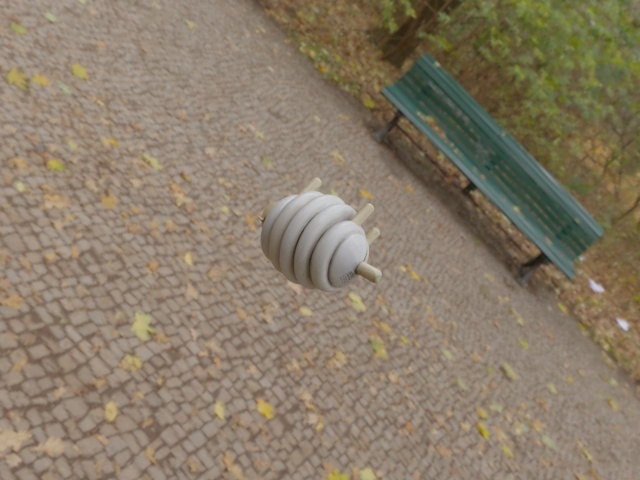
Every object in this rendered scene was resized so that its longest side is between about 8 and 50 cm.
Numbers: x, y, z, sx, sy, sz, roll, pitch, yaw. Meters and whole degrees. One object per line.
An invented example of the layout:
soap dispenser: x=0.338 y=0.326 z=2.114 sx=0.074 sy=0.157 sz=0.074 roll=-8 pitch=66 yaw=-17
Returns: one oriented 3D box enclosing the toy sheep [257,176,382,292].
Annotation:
toy sheep: x=0.000 y=0.000 z=0.628 sx=0.132 sy=0.091 sz=0.091 roll=27 pitch=9 yaw=36
